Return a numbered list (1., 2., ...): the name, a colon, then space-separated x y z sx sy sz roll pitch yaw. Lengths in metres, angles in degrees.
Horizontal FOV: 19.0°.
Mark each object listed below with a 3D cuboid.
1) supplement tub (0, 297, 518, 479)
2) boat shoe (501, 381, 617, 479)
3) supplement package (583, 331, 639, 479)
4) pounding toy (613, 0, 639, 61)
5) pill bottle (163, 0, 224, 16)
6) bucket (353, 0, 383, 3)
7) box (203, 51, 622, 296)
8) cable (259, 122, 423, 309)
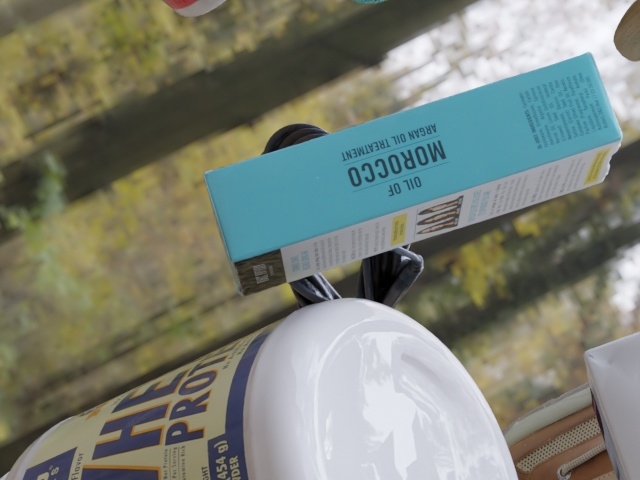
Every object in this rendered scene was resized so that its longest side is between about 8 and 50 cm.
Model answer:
1. supplement tub: -0.060 0.195 1.214 0.235 0.325 0.235 32 44 -38
2. boat shoe: 0.200 0.166 1.281 0.123 0.324 0.116 30 27 -29
3. supplement package: 0.280 0.162 1.025 0.145 0.204 0.261 57 15 -70
4. pounding toy: 0.286 -0.237 1.248 0.155 0.269 0.154 42 -37 -12
5. pill bottle: -0.118 -0.239 1.232 0.180 0.108 0.108 39 2 -25
6. bucket: 0.029 -0.342 1.444 0.183 0.281 0.281 -70 145 -51
7. box: 0.055 -0.039 1.167 0.100 0.244 0.060 85 -13 -76
8. cable: 0.000 0.000 1.372 0.150 0.047 0.184 50 -29 10
